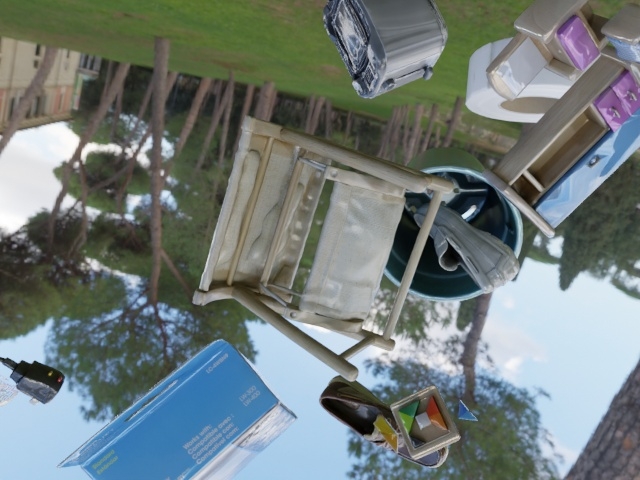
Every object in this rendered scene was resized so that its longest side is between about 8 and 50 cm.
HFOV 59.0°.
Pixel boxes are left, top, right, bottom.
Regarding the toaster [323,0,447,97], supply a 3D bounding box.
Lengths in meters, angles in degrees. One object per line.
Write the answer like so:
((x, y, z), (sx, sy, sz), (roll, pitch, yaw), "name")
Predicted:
((0.103, -0.353, 0.931), (0.146, 0.227, 0.129), (-19, 165, -18), "toaster")

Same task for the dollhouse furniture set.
((0.325, -0.059, 0.562), (0.286, 0.198, 0.303), (30, -163, -39), "dollhouse furniture set")

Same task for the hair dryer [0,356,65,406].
((-0.457, 0.170, 0.605), (0.293, 0.223, 0.080), (46, 173, -29), "hair dryer")

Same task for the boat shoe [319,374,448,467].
((0.148, 0.463, 1.400), (0.342, 0.123, 0.123), (32, -162, 14), "boat shoe")

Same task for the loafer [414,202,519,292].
((0.302, 0.009, 1.274), (0.112, 0.111, 0.319), (52, 175, -35), "loafer")

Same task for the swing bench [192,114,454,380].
((0.000, 0.000, 0.744), (0.255, 0.253, 0.165), (23, -168, 22), "swing bench")

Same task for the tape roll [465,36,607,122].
((0.447, -0.325, 1.171), (0.286, 0.100, 0.286), (6, 180, 0), "tape roll")

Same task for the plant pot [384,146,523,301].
((0.312, -0.074, 1.439), (0.341, 0.341, 0.334), (17, -154, 3), "plant pot")

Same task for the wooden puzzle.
((0.129, 0.228, 0.709), (0.078, 0.116, 0.014), (59, -169, 27), "wooden puzzle")

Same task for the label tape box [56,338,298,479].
((-0.177, 0.290, 0.833), (0.115, 0.249, 0.347), (47, 168, 18), "label tape box")
